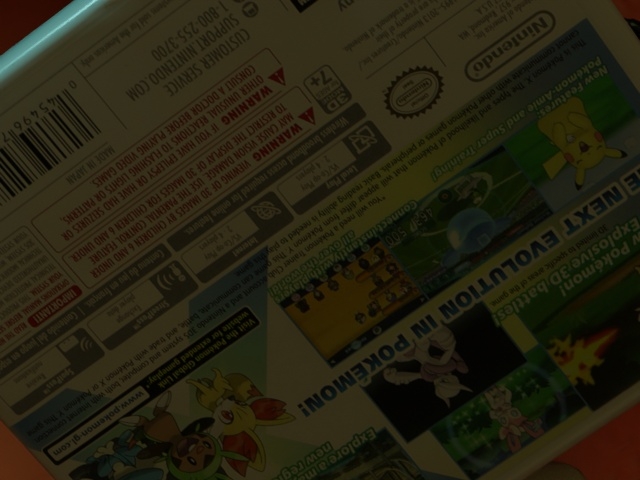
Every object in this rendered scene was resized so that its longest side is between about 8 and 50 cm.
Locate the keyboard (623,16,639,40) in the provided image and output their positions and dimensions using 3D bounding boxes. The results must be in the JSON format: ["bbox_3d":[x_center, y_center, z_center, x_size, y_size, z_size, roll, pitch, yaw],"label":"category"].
[{"bbox_3d":[0.178,-0.192,1.026,0.201,0.033,0.317,-37,86,-15],"label":"keyboard"}]

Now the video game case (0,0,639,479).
[{"bbox_3d":[0.000,0.000,0.837,0.329,0.036,0.300,-35,109,10],"label":"video game case"}]

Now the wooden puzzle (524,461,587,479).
[{"bbox_3d":[0.040,0.238,0.946,0.221,0.044,0.238,-5,82,-5],"label":"wooden puzzle"}]
